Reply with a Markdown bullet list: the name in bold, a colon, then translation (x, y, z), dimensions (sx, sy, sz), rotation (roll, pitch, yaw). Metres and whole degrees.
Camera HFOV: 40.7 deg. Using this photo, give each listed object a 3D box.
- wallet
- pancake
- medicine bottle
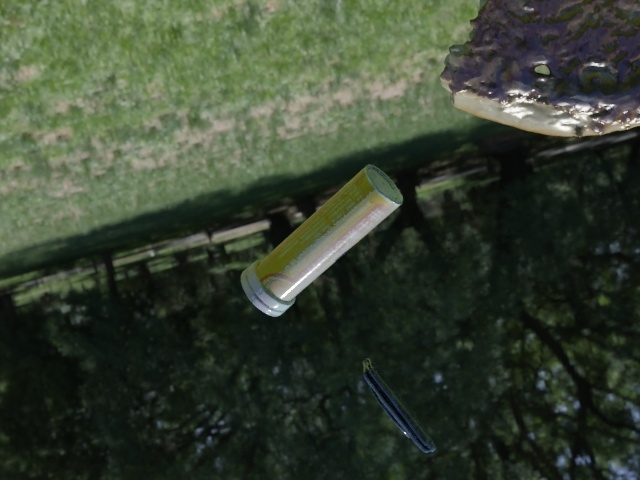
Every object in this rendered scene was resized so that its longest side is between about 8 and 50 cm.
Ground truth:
- **wallet**: translation (0.093, 0.208, 1.081), dimensions (0.026, 0.129, 0.088), rotation (-38, 180, 1)
- **pancake**: translation (0.233, -0.213, 0.802), dimensions (0.266, 0.244, 0.057), rotation (-14, -163, 1)
- **medicine bottle**: translation (0.000, 0.000, 1.043), dimensions (0.218, 0.074, 0.074), rotation (-42, 169, 23)
